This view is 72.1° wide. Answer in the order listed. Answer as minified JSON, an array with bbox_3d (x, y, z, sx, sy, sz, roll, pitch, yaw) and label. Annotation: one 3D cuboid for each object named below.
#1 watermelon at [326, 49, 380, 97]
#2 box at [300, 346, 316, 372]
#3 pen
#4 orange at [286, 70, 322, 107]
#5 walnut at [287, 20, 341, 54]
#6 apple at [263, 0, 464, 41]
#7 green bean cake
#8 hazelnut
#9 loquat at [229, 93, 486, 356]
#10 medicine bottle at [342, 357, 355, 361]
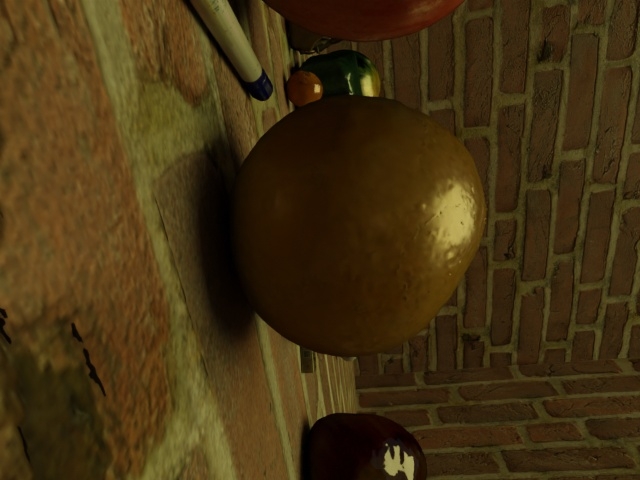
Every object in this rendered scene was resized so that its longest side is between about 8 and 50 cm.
[{"bbox_3d":[0.077,-0.500,1.474,0.269,0.270,0.268,-5,90,-85],"label":"watermelon"},{"bbox_3d":[-0.023,0.209,0.841,0.053,0.024,0.083,63,21,-77],"label":"box"},{"bbox_3d":[-0.091,-0.207,0.458,0.269,0.033,0.033,19,65,-84],"label":"pen"},{"bbox_3d":[-0.037,-0.331,0.965,0.083,0.084,0.083,-5,90,-85],"label":"orange"},{"bbox_3d":[0.010,-0.576,1.147,0.238,0.204,0.141,-83,153,-70],"label":"walnut"},{"bbox_3d":[0.036,-0.425,0.509,0.364,0.365,0.362,-5,90,-85],"label":"apple"},{"bbox_3d":[0.033,-0.359,1.236,0.307,0.169,0.299,-77,160,-61],"label":"green bean cake"},{"bbox_3d":[0.073,0.412,0.794,0.251,0.217,0.217,51,26,-36],"label":"hazelnut"},{"bbox_3d":[0.035,-0.010,0.447,0.263,0.264,0.262,-5,90,-85],"label":"loquat"},{"bbox_3d":[0.098,0.385,1.664,0.260,0.095,0.095,78,8,-57],"label":"medicine bottle"}]
